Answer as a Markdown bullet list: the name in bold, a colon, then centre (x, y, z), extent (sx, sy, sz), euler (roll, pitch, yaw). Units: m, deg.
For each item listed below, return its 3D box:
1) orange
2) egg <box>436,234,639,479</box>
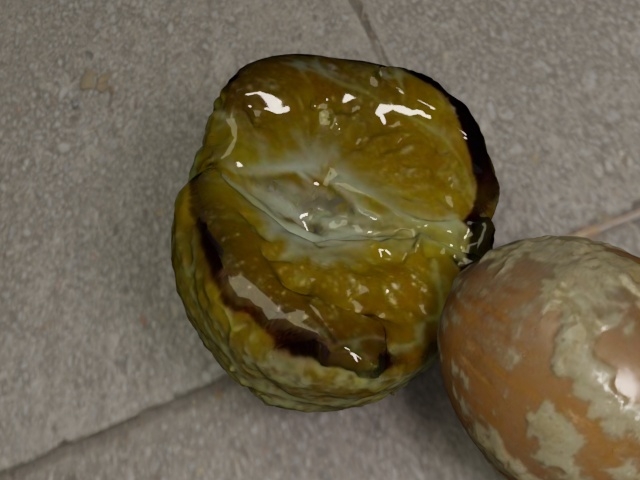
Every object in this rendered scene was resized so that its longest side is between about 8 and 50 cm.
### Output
- **orange**: centre (0.000, 0.000, 1.199), extent (0.270, 0.210, 0.369), euler (23, 52, -7)
- **egg**: centre (0.195, 0.101, 1.013), extent (0.245, 0.203, 0.203), euler (36, 69, 26)
